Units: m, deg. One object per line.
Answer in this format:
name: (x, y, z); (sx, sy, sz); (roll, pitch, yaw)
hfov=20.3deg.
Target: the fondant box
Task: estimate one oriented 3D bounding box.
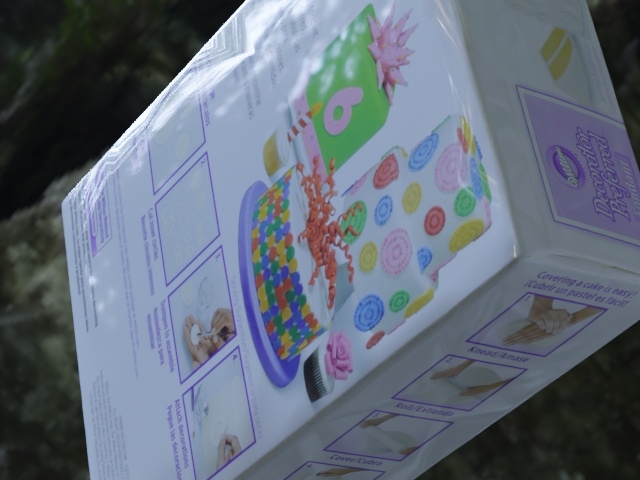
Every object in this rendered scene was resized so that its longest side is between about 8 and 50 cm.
fondant box: (0.000, 0.000, 0.871); (0.096, 0.330, 0.238); (13, -129, -34)
